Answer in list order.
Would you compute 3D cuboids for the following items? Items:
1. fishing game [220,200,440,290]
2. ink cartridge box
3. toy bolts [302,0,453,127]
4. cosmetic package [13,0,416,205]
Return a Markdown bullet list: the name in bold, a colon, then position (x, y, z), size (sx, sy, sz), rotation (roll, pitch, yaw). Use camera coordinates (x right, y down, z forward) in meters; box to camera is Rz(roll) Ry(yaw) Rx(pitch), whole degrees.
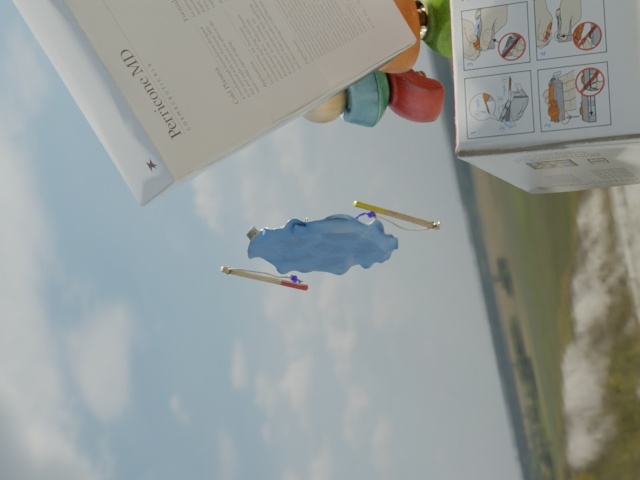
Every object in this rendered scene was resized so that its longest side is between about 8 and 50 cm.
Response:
- **fishing game**: position (0.000, 0.000, 1.528), size (0.189, 0.264, 0.041), rotation (12, -116, -35)
- **ink cartridge box**: position (0.187, -0.197, 0.914), size (0.272, 0.130, 0.309), rotation (13, -106, -67)
- **toy bolts**: position (0.046, -0.228, 1.355), size (0.228, 0.158, 0.218), rotation (103, 148, -52)
- **cosmetic package**: position (-0.130, -0.261, 1.097), size (0.377, 0.284, 0.097), rotation (59, 148, -2)
